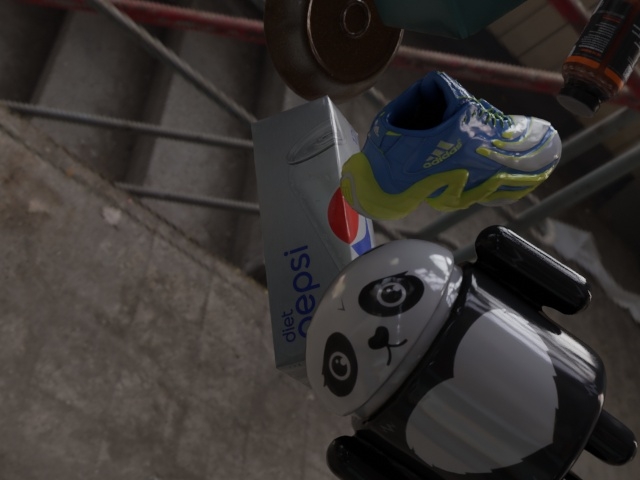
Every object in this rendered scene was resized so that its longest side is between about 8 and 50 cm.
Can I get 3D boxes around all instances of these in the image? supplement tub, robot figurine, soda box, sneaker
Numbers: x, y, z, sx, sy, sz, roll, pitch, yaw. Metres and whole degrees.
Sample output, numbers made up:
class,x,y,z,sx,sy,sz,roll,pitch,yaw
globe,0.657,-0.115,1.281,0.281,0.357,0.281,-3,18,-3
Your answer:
class,x,y,z,sx,sy,sz,roll,pitch,yaw
supplement tub,0.468,-0.304,1.629,0.106,0.198,0.106,31,-4,2
robot figurine,0.120,0.118,0.816,0.278,0.173,0.209,35,51,-5
soda box,0.000,0.000,1.021,0.091,0.098,0.286,43,35,-57
sneaker,0.135,-0.091,0.877,0.240,0.126,0.091,-19,57,-28

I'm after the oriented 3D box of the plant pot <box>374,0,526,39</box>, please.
class,x,y,z,sx,sy,sz,roll,pitch,yaw
plant pot,0.101,-0.317,0.825,0.234,0.165,0.165,60,-10,-24

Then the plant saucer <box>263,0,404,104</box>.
class,x,y,z,sx,sy,sz,roll,pitch,yaw
plant saucer,0.028,-0.245,1.084,0.198,0.036,0.199,-14,114,-36
